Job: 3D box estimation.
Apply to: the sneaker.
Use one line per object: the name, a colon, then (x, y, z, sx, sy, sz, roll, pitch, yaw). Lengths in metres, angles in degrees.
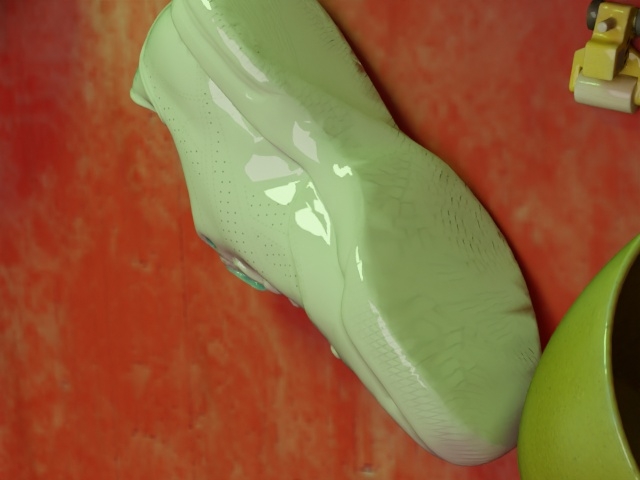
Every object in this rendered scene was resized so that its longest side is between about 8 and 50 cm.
sneaker: (0.000, 0.000, 0.732, 0.094, 0.080, 0.212, -45, 70, 40)

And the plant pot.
plant pot: (0.119, 0.064, 0.648, 0.095, 0.134, 0.134, -33, 82, 54)

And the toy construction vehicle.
toy construction vehicle: (0.118, -0.086, 0.661, 0.086, 0.035, 0.098, 18, 108, 26)
